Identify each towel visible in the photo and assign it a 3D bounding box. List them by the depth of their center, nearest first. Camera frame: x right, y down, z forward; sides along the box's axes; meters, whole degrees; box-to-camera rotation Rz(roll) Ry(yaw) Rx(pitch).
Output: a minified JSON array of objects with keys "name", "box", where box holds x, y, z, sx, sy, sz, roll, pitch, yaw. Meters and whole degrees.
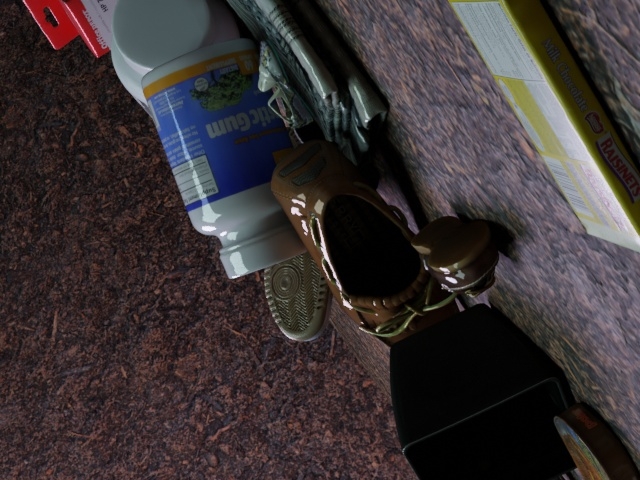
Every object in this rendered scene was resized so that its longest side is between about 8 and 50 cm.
[{"name":"towel","box":[-0.040,-0.226,1.605,0.324,0.056,0.312,54,174,6]}]

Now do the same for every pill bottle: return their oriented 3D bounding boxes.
[{"name":"pill bottle","box":[-0.106,-0.098,1.719,0.152,0.152,0.272,167,82,-84]},{"name":"pill bottle","box":[-0.190,-0.253,1.937,0.176,0.176,0.318,54,179,11]}]

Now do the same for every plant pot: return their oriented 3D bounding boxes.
[{"name":"plant pot","box":[0.180,0.189,1.628,0.167,0.187,0.188,-112,-5,-45]}]

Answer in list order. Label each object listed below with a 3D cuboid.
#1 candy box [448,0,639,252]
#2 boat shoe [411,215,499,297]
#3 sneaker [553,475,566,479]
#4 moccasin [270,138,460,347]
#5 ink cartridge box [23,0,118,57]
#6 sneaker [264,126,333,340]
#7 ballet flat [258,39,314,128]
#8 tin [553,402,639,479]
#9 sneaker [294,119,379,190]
[{"name":"candy box","box":[0.161,-0.084,0.938,0.206,0.027,0.105,57,171,-16]},{"name":"boat shoe","box":[0.149,0.021,1.423,0.073,0.073,0.207,54,-179,-9]},{"name":"sneaker","box":[0.295,0.324,1.853,0.228,0.086,0.132,55,172,11]},{"name":"moccasin","box":[0.081,0.035,1.683,0.147,0.139,0.380,52,174,48]},{"name":"ink cartridge box","box":[-0.332,-0.383,2.184,0.078,0.231,0.134,51,173,37]},{"name":"sneaker","box":[0.000,0.000,1.844,0.153,0.099,0.282,20,-120,-58]},{"name":"ballet flat","box":[-0.047,-0.172,1.577,0.114,0.041,0.041,58,173,-29]},{"name":"tin","box":[0.317,0.256,1.533,0.189,0.040,0.106,59,177,-33]},{"name":"sneaker","box":[0.013,-0.113,1.794,0.161,0.057,0.075,51,168,8]}]
